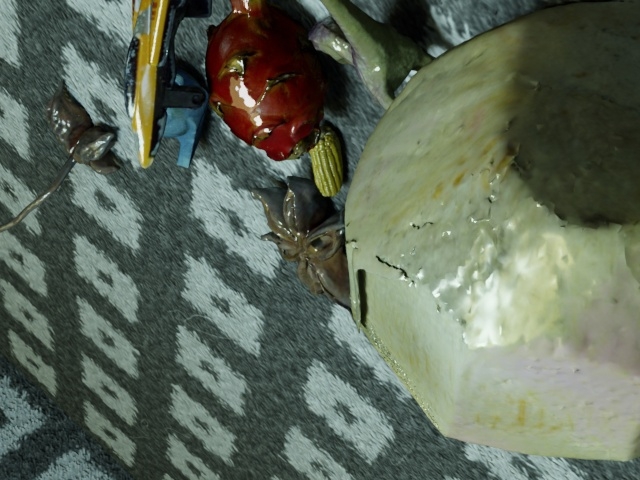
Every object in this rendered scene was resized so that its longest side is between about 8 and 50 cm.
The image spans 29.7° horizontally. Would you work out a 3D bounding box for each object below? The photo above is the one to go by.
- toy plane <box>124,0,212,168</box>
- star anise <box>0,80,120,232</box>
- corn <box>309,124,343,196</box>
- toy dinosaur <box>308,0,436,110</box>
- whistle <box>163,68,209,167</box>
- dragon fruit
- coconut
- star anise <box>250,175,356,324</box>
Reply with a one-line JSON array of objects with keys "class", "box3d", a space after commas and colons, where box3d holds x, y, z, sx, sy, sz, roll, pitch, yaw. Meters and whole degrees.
[{"class": "toy plane", "box3d": [-0.144, -0.227, 1.155, 0.204, 0.103, 0.316, -149, 54, -62]}, {"class": "star anise", "box3d": [-0.409, -0.095, 1.723, 0.148, 0.227, 0.218, 49, 164, -18]}, {"class": "corn", "box3d": [0.006, -0.087, 1.326, 0.037, 0.037, 0.092, 30, 147, 29]}, {"class": "toy dinosaur", "box3d": [0.034, -0.173, 1.070, 0.200, 0.072, 0.251, 40, -170, 12]}, {"class": "whistle", "box3d": [-0.181, -0.155, 1.449, 0.090, 0.090, 0.158, 42, 153, 9]}, {"class": "dragon fruit", "box3d": [-0.060, -0.198, 1.202, 0.125, 0.125, 0.246, 6, 124, 28]}, {"class": "coconut", "box3d": [0.179, -0.001, 0.907, 0.352, 0.352, 0.353, 34, 150, 23]}, {"class": "star anise", "box3d": [-0.011, -0.006, 1.438, 0.172, 0.063, 0.208, 33, 153, 33]}]
